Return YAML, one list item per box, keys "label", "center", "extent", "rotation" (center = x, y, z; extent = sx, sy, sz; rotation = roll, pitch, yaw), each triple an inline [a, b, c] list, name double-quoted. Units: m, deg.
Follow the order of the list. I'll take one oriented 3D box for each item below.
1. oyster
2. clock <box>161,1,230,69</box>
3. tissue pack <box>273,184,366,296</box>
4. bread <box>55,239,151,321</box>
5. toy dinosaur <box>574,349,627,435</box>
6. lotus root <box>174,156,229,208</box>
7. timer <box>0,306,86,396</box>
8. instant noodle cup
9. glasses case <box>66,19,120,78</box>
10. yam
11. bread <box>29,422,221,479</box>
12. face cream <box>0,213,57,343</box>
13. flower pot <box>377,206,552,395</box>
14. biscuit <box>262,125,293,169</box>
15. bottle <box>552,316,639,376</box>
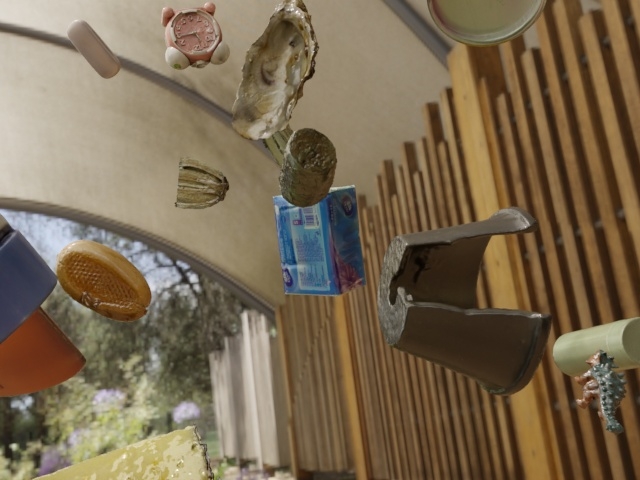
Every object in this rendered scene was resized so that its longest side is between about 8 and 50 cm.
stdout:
- label: "oyster"
  center: [-0.077, -0.421, 1.882]
  extent: [0.204, 0.396, 0.111]
  rotation: [22, 5, 34]
- label: "clock"
  center: [-0.326, -0.515, 2.002]
  extent: [0.166, 0.162, 0.093]
  rotation: [-11, -12, -17]
- label: "tissue pack"
  center: [0.000, 0.000, 1.993]
  extent: [0.198, 0.263, 0.146]
  rotation: [-2, 10, 41]
- label: "bread"
  center: [-0.384, 0.074, 1.388]
  extent: [0.189, 0.114, 0.077]
  rotation: [34, -5, -3]
- label: "toy dinosaur"
  center: [0.340, 0.181, 0.930]
  extent: [0.049, 0.154, 0.055]
  rotation: [34, -62, -8]
- label: "lotus root"
  center: [-0.319, -0.145, 2.114]
  extent: [0.144, 0.143, 0.070]
  rotation: [13, 0, 10]
- label: "timer"
  center: [-0.591, 0.179, 1.432]
  extent: [0.250, 0.161, 0.257]
  rotation: [0, -35, 10]
- label: "instant noodle cup"
  center: [0.294, -0.483, 1.374]
  extent: [0.264, 0.200, 0.264]
  rotation: [4, -42, 4]
- label: "glasses case"
  center: [-0.294, -0.248, 1.007]
  extent: [0.032, 0.083, 0.021]
  rotation: [-36, 12, 21]
- label: "yam"
  center: [-0.023, -0.131, 1.423]
  extent: [0.107, 0.107, 0.183]
  rotation: [-6, -17, -7]
- label: "bread"
  center: [-0.249, 0.448, 1.108]
  extent: [0.405, 0.345, 0.242]
  rotation: [-22, -57, 6]
- label: "face cream"
  center: [-0.467, 0.038, 0.881]
  extent: [0.249, 0.225, 0.249]
  rotation: [-31, 18, 11]
- label: "flower pot"
  center: [0.256, 0.115, 1.530]
  extent: [0.251, 0.379, 0.379]
  rotation: [4, -16, -12]
- label: "biscuit"
  center: [-0.121, -0.287, 2.130]
  extent: [0.046, 0.147, 0.250]
  rotation: [-32, -9, -11]
- label: "bottle"
  center: [0.429, 0.163, 1.171]
  extent: [0.072, 0.072, 0.201]
  rotation: [-4, -12, -12]
